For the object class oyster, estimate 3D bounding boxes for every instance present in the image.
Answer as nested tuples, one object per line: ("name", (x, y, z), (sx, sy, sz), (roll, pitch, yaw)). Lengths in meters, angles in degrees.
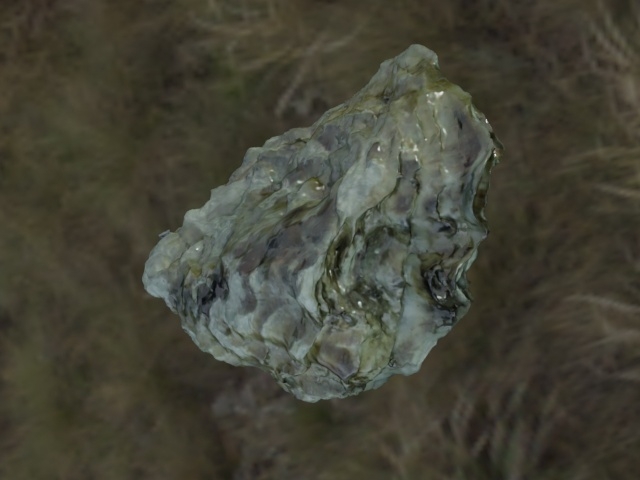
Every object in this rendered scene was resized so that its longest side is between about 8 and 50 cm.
("oyster", (0.000, 0.000, 0.657), (0.177, 0.064, 0.125), (-47, 40, 29))
